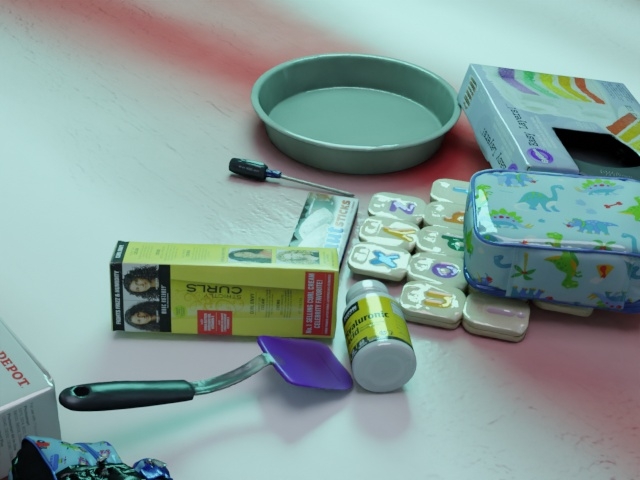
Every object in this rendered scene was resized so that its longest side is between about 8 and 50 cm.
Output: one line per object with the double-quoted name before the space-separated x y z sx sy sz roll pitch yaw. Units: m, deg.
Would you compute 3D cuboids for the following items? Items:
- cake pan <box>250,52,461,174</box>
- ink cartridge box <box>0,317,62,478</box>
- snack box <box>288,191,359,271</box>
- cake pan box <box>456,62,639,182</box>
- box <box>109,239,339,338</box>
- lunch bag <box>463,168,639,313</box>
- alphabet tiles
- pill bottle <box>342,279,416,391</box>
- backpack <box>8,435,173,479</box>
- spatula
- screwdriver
"cake pan" 0.048 -0.179 1.464 0.293 0.054 0.293 2 35 -2
"ink cartridge box" -0.350 0.157 0.914 0.203 0.085 0.148 -22 41 -32
"snack box" 0.000 0.000 1.228 0.064 0.022 0.178 9 35 6
"cake pan box" 0.330 -0.129 1.363 0.246 0.070 0.266 4 37 -14
"box" -0.099 0.051 1.086 0.232 0.087 0.058 3 25 -3
"lunch bag" 0.270 -0.007 1.163 0.219 0.090 0.176 5 36 2
"alphabet tiles" 0.181 0.014 1.223 0.278 0.021 0.284 10 35 10
"pill bottle" 0.056 0.093 1.060 0.065 0.065 0.116 -2 34 -7
"backpack" -0.169 0.226 0.782 0.117 0.158 0.173 -7 23 -29
"spatula" -0.100 0.130 0.979 0.297 0.030 0.084 -7 35 -31
"screwdriver" -0.037 -0.082 1.345 0.170 0.024 0.025 10 64 8
